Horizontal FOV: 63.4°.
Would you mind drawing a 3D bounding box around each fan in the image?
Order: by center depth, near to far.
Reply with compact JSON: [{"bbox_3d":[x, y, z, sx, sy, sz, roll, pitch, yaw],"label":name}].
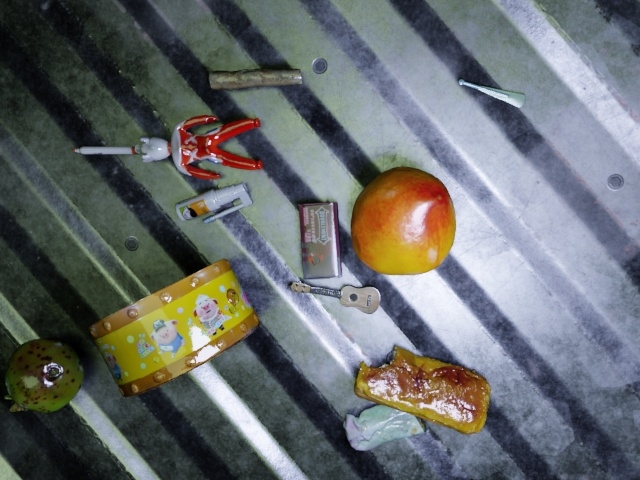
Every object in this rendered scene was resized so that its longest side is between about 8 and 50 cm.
[{"bbox_3d":[0.478,-0.414,1.446,0.193,0.016,0.038,18,100,5],"label":"fan"}]

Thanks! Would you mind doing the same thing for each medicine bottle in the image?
[{"bbox_3d":[-0.321,-0.109,1.566,0.220,0.061,0.092,-20,117,9],"label":"medicine bottle"}]

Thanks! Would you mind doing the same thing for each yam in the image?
[{"bbox_3d":[-0.188,-0.472,1.507,0.273,0.061,0.061,-2,96,7],"label":"yam"}]

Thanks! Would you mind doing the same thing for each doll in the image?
[{"bbox_3d":[-0.365,-0.276,1.538,0.383,0.099,0.189,0,95,1],"label":"doll"}]

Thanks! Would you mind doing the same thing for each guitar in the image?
[{"bbox_3d":[0.043,0.159,1.548,0.270,0.038,0.084,10,96,4],"label":"guitar"}]

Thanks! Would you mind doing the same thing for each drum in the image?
[{"bbox_3d":[-0.397,0.233,1.429,0.430,0.431,0.214,-26,93,9],"label":"drum"}]

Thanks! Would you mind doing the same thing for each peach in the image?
[{"bbox_3d":[0.215,-0.052,1.374,0.288,0.308,0.289,-2,78,10],"label":"peach"}]

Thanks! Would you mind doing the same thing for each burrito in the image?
[{"bbox_3d":[0.187,0.552,1.548,0.228,0.089,0.144,-27,88,7],"label":"burrito"}]

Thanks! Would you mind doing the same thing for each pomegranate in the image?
[{"bbox_3d":[-0.893,0.425,1.620,0.285,0.231,0.231,-16,94,20],"label":"pomegranate"}]

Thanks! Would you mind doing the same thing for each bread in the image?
[{"bbox_3d":[0.291,0.414,1.485,0.380,0.109,0.185,17,62,6],"label":"bread"}]

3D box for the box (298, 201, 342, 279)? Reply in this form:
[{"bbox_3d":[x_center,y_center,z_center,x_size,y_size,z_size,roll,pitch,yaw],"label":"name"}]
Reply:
[{"bbox_3d":[0.000,0.000,1.526,0.120,0.069,0.224,-2,94,8],"label":"box"}]

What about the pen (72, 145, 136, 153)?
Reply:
[{"bbox_3d":[-0.669,-0.279,1.606,0.217,0.026,0.026,1,96,7],"label":"pen"}]
